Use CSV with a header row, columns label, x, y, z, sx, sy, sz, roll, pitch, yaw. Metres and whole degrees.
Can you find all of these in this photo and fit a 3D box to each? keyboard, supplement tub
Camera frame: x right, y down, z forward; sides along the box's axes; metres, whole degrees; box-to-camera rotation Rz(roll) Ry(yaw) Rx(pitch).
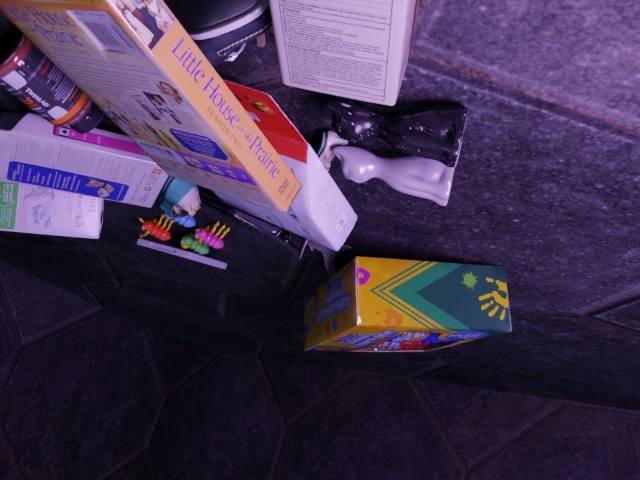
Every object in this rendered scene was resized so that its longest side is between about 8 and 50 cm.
label,x,y,z,sx,sy,sz,roll,pitch,yaw
keyboard,-0.162,-0.043,1.338,0.202,0.033,0.317,23,-179,-26
supplement tub,-0.483,-0.274,1.055,0.106,0.106,0.198,2,154,33

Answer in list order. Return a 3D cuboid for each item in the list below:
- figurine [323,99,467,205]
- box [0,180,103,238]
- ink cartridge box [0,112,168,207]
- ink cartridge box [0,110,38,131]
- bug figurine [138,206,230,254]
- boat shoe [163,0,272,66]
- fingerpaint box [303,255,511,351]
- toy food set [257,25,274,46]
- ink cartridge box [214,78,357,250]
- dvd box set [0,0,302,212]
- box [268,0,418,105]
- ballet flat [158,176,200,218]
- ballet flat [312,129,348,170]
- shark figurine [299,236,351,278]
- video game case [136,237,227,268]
label,x,y,z,sx,sy,sz,roll,pitch,yaw
figurine,0.114,-0.145,0.950,0.209,0.092,0.215,12,159,11
box,-0.672,-0.088,1.462,0.231,0.126,0.262,6,-177,-28
ink cartridge box,-0.508,-0.164,1.226,0.371,0.069,0.176,8,149,-29
ink cartridge box,-0.639,-0.210,1.348,0.212,0.093,0.154,7,156,17
bug figurine,-0.378,-0.026,1.636,0.216,0.072,0.279,27,156,-26
boat shoe,-0.150,-0.285,0.794,0.303,0.114,0.091,13,161,43
fingerpaint box,0.188,0.184,1.485,0.371,0.163,0.445,5,162,-16
toy food set,-0.027,-0.285,0.818,0.122,0.019,0.078,8,159,0
ink cartridge box,-0.134,-0.141,1.039,0.308,0.091,0.385,24,167,31
dvd box set,-0.240,-0.209,0.850,0.308,0.062,0.420,19,159,37
box,0.031,-0.276,0.645,0.149,0.126,0.232,14,158,8
ballet flat,-0.320,-0.102,1.382,0.087,0.083,0.247,44,159,-8
ballet flat,0.003,-0.147,1.086,0.052,0.057,0.168,9,162,-18
shark figurine,-0.016,0.005,1.398,0.166,0.116,0.278,15,157,7
video game case,-0.417,0.041,1.805,0.193,0.023,0.212,14,174,23
